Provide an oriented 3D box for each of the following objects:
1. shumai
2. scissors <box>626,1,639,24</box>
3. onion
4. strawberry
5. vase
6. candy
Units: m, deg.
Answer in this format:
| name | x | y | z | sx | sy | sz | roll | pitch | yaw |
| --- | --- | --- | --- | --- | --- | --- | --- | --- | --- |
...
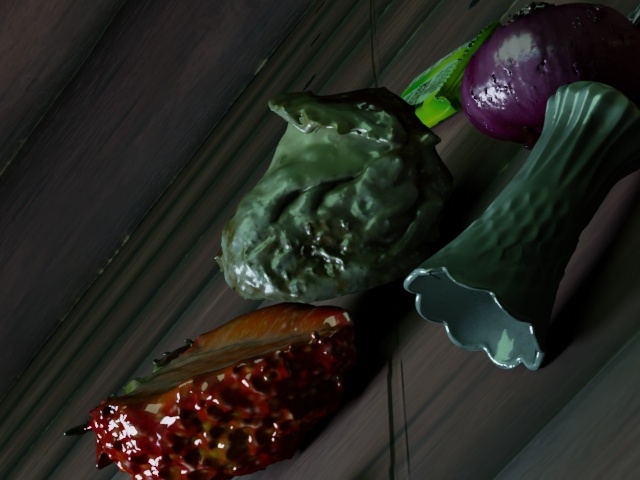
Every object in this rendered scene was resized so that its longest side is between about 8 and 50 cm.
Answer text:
| name | x | y | z | sx | sy | sz | roll | pitch | yaw |
| --- | --- | --- | --- | --- | --- | --- | --- | --- | --- |
| shumai | 0.003 | -0.040 | 0.908 | 0.184 | 0.142 | 0.184 | -16 | 10 | 3 |
| scissors | 0.180 | -0.113 | 0.834 | 0.113 | 0.012 | 0.039 | -52 | 12 | 7 |
| onion | 0.138 | -0.090 | 0.739 | 0.115 | 0.104 | 0.115 | -12 | 0 | 0 |
| strawberry | -0.048 | 0.111 | 0.904 | 0.228 | 0.098 | 0.174 | -25 | 8 | 23 |
| vase | 0.116 | -0.014 | 0.653 | 0.148 | 0.081 | 0.081 | -53 | 11 | -21 |
| candy | 0.102 | -0.132 | 1.147 | 0.102 | 0.032 | 0.178 | -54 | 10 | -22 |
